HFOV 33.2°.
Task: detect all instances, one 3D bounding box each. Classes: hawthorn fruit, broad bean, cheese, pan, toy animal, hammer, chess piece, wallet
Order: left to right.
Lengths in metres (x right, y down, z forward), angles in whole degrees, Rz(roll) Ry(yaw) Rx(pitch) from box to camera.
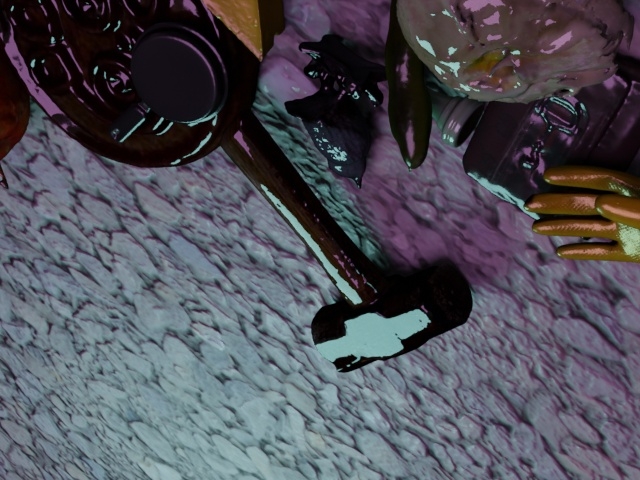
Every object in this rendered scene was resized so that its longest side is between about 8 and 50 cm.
[{"bbox_3d":[-0.504,-0.178,1.547,0.243,0.207,0.207,55,136,11],"label":"hawthorn fruit"},{"bbox_3d":[-0.210,-0.183,1.369,0.136,0.028,0.235,47,131,-10],"label":"pan"},{"bbox_3d":[-0.087,-0.307,1.271,0.126,0.093,0.171,-12,121,25],"label":"cheese"},{"bbox_3d":[0.000,0.000,1.440,0.242,0.095,0.409,-22,116,42],"label":"hammer"},{"bbox_3d":[0.017,-0.134,1.322,0.121,0.117,0.210,33,144,33],"label":"toy animal"},{"bbox_3d":[0.101,-0.204,1.226,0.065,0.046,0.255,12,107,43],"label":"broad bean"},{"bbox_3d":[0.136,-0.163,1.276,0.103,0.067,0.067,36,136,17],"label":"chess piece"},{"bbox_3d":[0.273,-0.124,1.227,0.182,0.049,0.229,30,133,12],"label":"wallet"}]

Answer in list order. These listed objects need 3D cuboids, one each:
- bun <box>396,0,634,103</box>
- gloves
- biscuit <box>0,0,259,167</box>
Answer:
[{"bbox_3d":[0.187,-0.214,1.058,0.239,0.141,0.239,10,155,5],"label":"bun"},{"bbox_3d":[0.371,-0.008,1.193,0.294,0.116,0.133,11,126,20],"label":"gloves"},{"bbox_3d":[-0.273,-0.273,1.425,0.407,0.091,0.408,18,133,20],"label":"biscuit"}]
